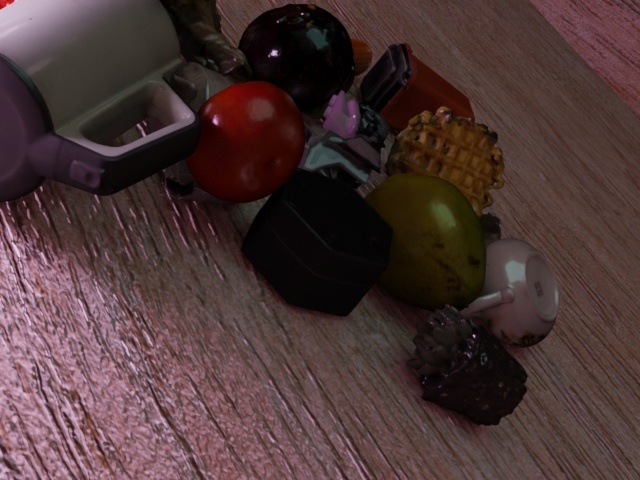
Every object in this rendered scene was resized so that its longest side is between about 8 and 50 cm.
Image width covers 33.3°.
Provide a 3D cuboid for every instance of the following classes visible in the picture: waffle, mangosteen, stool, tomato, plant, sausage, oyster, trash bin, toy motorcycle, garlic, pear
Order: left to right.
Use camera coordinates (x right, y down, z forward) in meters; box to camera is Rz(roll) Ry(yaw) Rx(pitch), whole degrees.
[{"bbox_3d":[-0.266,-0.408,1.995,0.337,0.198,0.133,51,31,-16],"label":"oyster"},{"bbox_3d":[-0.111,-0.147,1.629,0.195,0.195,0.136,5,29,-45],"label":"tomato"},{"bbox_3d":[-0.036,-0.327,2.119,0.231,0.231,0.289,-97,167,-52],"label":"mangosteen"},{"bbox_3d":[0.000,0.000,1.717,0.232,0.141,0.232,28,30,-18],"label":"stool"},{"bbox_3d":[0.019,-0.165,1.964,0.188,0.143,0.327,29,46,-10],"label":"toy motorcycle"},{"bbox_3d":[0.027,-0.403,2.378,0.093,0.093,0.312,47,29,15],"label":"sausage"},{"bbox_3d":[0.220,-0.303,2.384,0.239,0.161,0.184,29,30,-22],"label":"trash bin"},{"bbox_3d":[0.178,0.006,1.844,0.212,0.212,0.269,-11,59,-54],"label":"pear"},{"bbox_3d":[0.253,-0.140,2.102,0.281,0.262,0.060,-32,29,-25],"label":"waffle"},{"bbox_3d":[0.223,0.199,1.696,0.194,0.132,0.129,39,25,-8],"label":"plant"},{"bbox_3d":[0.327,-0.003,2.175,0.084,0.066,0.152,4,31,-3],"label":"garlic"}]

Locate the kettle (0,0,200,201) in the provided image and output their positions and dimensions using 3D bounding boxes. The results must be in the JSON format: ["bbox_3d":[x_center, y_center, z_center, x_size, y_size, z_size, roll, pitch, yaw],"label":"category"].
[{"bbox_3d":[-0.339,-0.199,1.505,0.361,0.250,0.376,26,31,6],"label":"kettle"}]

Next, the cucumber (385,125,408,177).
[{"bbox_3d":[0.259,-0.143,2.230,0.244,0.134,0.134,20,33,-36],"label":"cucumber"}]

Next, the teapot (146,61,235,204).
[{"bbox_3d":[-0.170,-0.174,1.760,0.178,0.163,0.221,19,35,-38],"label":"teapot"}]

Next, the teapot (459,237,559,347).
[{"bbox_3d":[0.344,0.098,1.969,0.298,0.139,0.204,-1,79,-52],"label":"teapot"}]

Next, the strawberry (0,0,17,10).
[{"bbox_3d":[-0.412,-0.425,1.795,0.317,0.295,0.345,-42,115,-78],"label":"strawberry"}]
